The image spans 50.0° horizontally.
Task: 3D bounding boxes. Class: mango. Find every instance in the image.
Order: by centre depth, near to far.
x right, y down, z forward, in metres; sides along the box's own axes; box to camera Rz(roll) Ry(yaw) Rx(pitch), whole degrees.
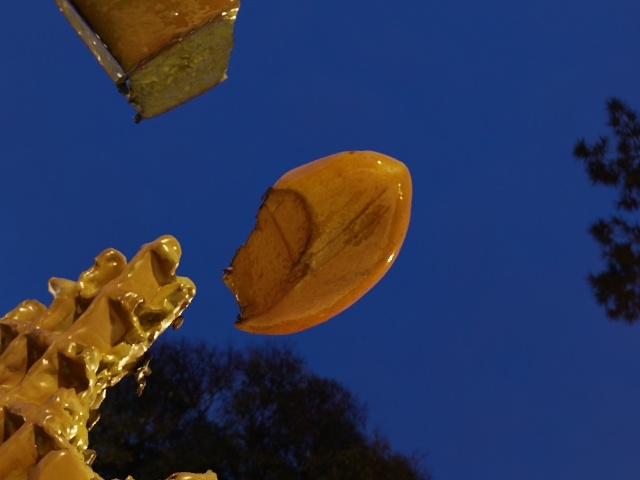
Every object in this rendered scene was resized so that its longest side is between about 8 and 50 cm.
[{"bbox_3d":[0.000,0.000,0.754,0.154,0.126,0.252,47,-69,1],"label":"mango"}]

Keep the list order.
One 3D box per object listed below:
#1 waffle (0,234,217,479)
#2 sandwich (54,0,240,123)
[{"bbox_3d":[-0.171,0.126,0.386,0.259,0.293,0.069,-28,-60,3],"label":"waffle"},{"bbox_3d":[-0.188,-0.233,0.634,0.236,0.128,0.122,52,-19,12],"label":"sandwich"}]
